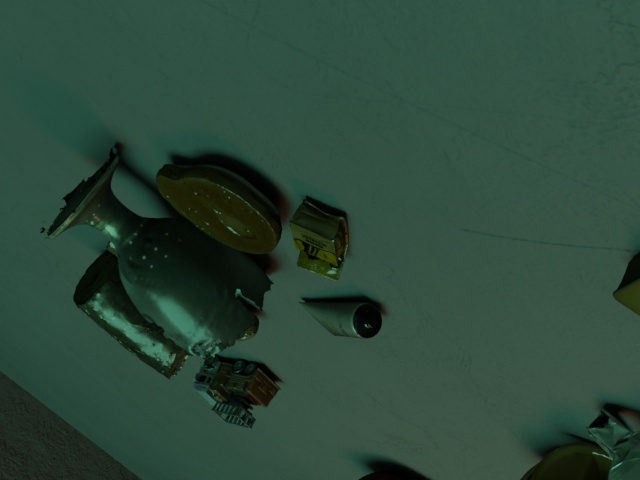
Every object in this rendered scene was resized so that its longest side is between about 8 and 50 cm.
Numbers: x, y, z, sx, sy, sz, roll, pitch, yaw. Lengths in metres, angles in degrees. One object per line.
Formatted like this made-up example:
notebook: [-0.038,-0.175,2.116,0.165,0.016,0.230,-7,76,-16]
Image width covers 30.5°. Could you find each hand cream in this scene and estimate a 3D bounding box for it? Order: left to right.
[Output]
hand cream: [0.036,0.125,1.843,0.087,0.054,0.186,44,159,-19]

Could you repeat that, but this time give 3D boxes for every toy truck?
toy truck: [-0.179,0.299,2.329,0.177,0.115,0.080,5,146,46]
toy truck: [0.422,0.453,1.852,0.288,0.204,0.211,16,150,28]

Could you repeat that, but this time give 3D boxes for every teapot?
teapot: [0.478,0.356,1.660,0.221,0.163,0.178,10,156,36]

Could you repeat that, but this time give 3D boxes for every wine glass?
wine glass: [-0.243,0.032,1.814,0.357,0.190,0.190,43,153,-16]

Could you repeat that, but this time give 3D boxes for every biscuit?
biscuit: [-0.135,-0.052,1.686,0.208,0.049,0.181,0,143,50]

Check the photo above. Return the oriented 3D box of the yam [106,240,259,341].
yam: [-0.233,0.075,2.022,0.299,0.066,0.066,36,155,-11]

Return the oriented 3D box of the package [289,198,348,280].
package: [0.000,0.000,1.640,0.071,0.047,0.131,20,155,16]

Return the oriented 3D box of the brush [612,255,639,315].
brush: [0.410,0.044,1.258,0.123,0.059,0.197,28,156,-3]

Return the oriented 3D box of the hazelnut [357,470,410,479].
hazelnut: [0.150,0.577,2.424,0.212,0.181,0.181,47,173,-12]

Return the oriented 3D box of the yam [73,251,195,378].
yam: [-0.319,0.135,2.136,0.254,0.154,0.154,40,154,-13]
